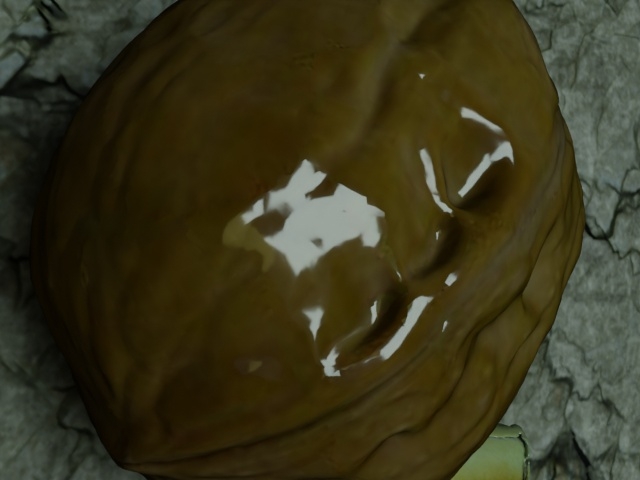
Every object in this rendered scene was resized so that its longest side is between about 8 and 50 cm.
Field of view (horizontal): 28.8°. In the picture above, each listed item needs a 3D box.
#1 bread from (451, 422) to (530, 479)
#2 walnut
[{"bbox_3d":[0.050,0.229,0.947,0.260,0.158,0.156,-36,97,-33],"label":"bread"},{"bbox_3d":[0.000,0.000,0.819,0.354,0.308,0.398,50,59,-23],"label":"walnut"}]
